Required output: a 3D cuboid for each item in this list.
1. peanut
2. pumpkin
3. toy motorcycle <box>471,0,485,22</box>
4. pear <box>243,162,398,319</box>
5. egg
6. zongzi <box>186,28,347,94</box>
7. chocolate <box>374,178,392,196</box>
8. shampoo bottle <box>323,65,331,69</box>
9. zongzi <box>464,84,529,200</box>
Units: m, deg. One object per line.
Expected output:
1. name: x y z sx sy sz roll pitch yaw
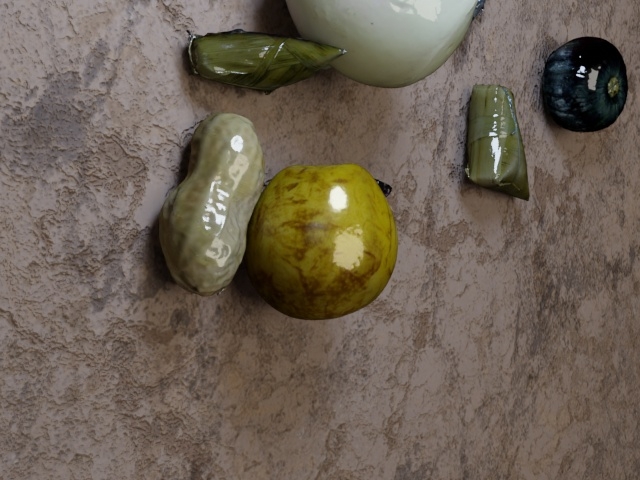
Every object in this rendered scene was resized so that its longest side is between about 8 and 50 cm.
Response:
1. peanut: -0.172 -0.065 1.653 0.149 0.149 0.313 33 67 -41
2. pumpkin: 0.628 -0.367 2.404 0.233 0.163 0.233 -6 98 -43
3. toy motorcycle: 0.272 -0.514 2.089 0.270 0.106 0.159 -53 132 -24
4. pear: 0.000 0.000 1.735 0.281 0.281 0.280 -3 94 -45
5. egg: 0.094 -0.415 1.749 0.345 0.283 0.283 25 73 -17
6. zongzi: -0.096 -0.302 1.662 0.205 0.204 0.094 3 88 -44
7. chocolate: 0.090 -0.046 1.961 0.072 0.070 0.147 17 78 -16
8. shampoo bottle: 0.058 -0.395 1.918 0.072 0.049 0.212 53 55 -14
9. zongzi: 0.411 -0.212 2.240 0.256 0.115 0.228 14 78 -50
